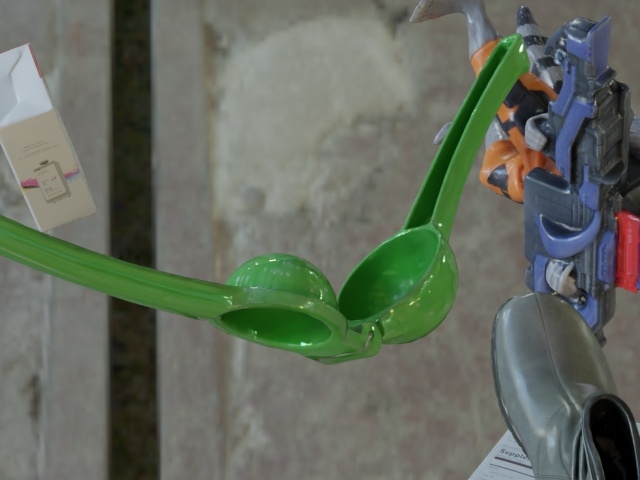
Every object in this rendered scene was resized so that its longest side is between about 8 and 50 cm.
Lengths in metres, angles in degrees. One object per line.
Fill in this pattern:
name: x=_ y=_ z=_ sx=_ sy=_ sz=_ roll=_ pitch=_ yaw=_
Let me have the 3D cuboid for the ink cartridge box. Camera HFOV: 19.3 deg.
ink cartridge box: x=-0.293 y=-0.093 z=1.972 sx=0.067 sy=0.198 sz=0.115 roll=-21 pitch=48 yaw=-5

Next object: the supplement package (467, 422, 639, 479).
supplement package: x=0.205 y=0.279 z=1.735 sx=0.133 sy=0.139 sz=0.244 roll=16 pitch=45 yaw=34

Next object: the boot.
boot: x=0.178 y=0.127 z=1.227 sx=0.083 sy=0.161 sz=0.247 roll=-9 pitch=69 yaw=-6

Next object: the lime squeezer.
lime squeezer: x=0.000 y=0.000 z=0.761 sx=0.310 sy=0.110 sz=0.059 roll=-20 pitch=20 yaw=-40

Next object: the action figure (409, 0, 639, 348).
action figure: x=0.222 y=-0.097 z=1.550 sx=0.178 sy=0.341 sz=0.330 roll=-32 pitch=56 yaw=-26
